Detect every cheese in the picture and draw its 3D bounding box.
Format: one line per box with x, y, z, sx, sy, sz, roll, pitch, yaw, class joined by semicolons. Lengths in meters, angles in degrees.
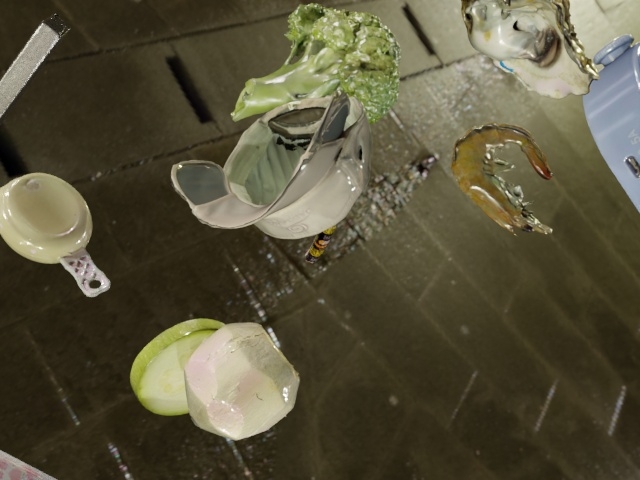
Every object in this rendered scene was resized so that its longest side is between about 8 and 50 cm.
-0.400;-0.004;1.237;0.137;0.064;0.227;-30;73;-35;cheese

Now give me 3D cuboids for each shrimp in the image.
0.367;-0.122;1.549;0.253;0.173;0.058;37;12;4;shrimp

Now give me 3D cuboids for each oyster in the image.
0.306;-0.299;1.176;0.083;0.214;0.223;-44;103;-8;oyster

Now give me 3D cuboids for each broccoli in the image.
0.001;-0.337;1.447;0.302;0.186;0.254;9;60;6;broccoli

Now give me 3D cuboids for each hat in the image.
-0.037;-0.073;0.957;0.161;0.232;0.275;61;22;-10;hat

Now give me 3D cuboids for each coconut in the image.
-0.174;0.290;1.643;0.230;0.227;0.227;-36;94;-5;coconut

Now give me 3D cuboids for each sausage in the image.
0.000;0.000;1.301;0.028;0.198;0.025;-20;74;-19;sausage

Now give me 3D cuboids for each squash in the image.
-0.281;0.276;1.750;0.252;0.252;0.049;4;31;-38;squash

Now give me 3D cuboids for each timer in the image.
0.615;-0.192;1.450;0.395;0.173;0.395;23;49;-29;timer

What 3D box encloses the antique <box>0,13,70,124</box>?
-0.215;-0.062;0.502;0.015;0.192;0.031;39;20;-18;antique

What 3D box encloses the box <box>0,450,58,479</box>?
-0.550;0.506;1.448;0.370;0.112;0.190;37;33;-21;box
